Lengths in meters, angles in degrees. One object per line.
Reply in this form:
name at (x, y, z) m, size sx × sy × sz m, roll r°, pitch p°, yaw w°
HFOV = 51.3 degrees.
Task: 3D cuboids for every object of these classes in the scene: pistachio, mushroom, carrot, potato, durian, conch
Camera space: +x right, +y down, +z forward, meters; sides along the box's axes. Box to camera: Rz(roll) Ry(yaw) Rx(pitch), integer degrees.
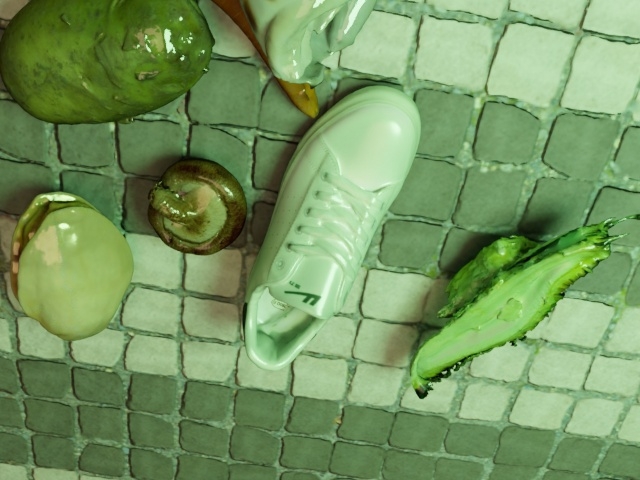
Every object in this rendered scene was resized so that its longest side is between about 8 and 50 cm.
pistachio at (-0.315, 0.031, 0.846) m, size 0.145 × 0.117 × 0.200 m, roll -13°, pitch 120°, yaw -33°
mushroom at (-0.147, -0.037, 0.801) m, size 0.127 × 0.087 × 0.127 m, roll 4°, pitch 121°, yaw 7°
carrot at (-0.074, -0.239, 0.693) m, size 0.271 × 0.062 × 0.066 m, roll 42°, pitch 83°, yaw -24°
potato at (-0.228, -0.196, 0.698) m, size 0.251 × 0.113 × 0.149 m, roll -8°, pitch 132°, yaw 26°
durian at (0.235, 0.065, 0.823) m, size 0.132 × 0.106 × 0.375 m, roll 35°, pitch 119°, yaw -14°
conch at (0.009, -0.286, 0.603) m, size 0.149 × 0.183 × 0.275 m, roll 39°, pitch 96°, yaw 0°

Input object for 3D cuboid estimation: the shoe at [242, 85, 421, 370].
shoe at (0.000, 0.000, 0.771) m, size 0.132 × 0.160 × 0.363 m, roll 23°, pitch 121°, yaw -12°
